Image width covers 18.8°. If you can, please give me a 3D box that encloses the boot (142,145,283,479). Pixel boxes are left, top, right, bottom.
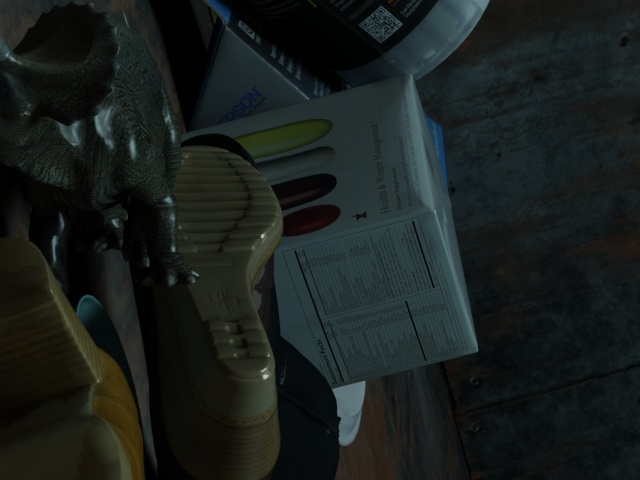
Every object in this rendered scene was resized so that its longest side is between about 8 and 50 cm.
[{"bbox_3d":[-0.079,0.083,1.182,0.248,0.090,0.207,-101,-160,-50],"label":"boot"}]

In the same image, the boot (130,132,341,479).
[{"bbox_3d":[-0.055,0.070,1.373,0.207,0.094,0.246,48,35,-68],"label":"boot"}]

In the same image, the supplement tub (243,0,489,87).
[{"bbox_3d":[-0.014,-0.283,1.630,0.316,0.193,0.193,36,28,-29],"label":"supplement tub"}]

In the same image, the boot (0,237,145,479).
[{"bbox_3d":[-0.100,0.156,0.829,0.295,0.104,0.211,-102,174,-52],"label":"boot"}]

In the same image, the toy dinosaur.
[{"bbox_3d":[-0.119,-0.062,1.051,0.313,0.121,0.160,-50,139,-76],"label":"toy dinosaur"}]

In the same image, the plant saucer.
[{"bbox_3d":[-0.126,0.090,1.083,0.119,0.021,0.119,-14,90,-84],"label":"plant saucer"}]

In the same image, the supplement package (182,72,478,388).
[{"bbox_3d":[0.000,0.000,1.517,0.194,0.203,0.149,-96,169,-53],"label":"supplement package"}]

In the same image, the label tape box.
[{"bbox_3d":[-0.036,-0.134,1.745,0.334,0.106,0.240,41,18,-15],"label":"label tape box"}]

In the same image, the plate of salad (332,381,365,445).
[{"bbox_3d":[0.002,0.110,1.958,0.200,0.048,0.199,-10,90,-73],"label":"plate of salad"}]

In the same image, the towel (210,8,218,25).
[{"bbox_3d":[-0.077,-0.195,2.037,0.237,0.021,0.102,4,71,-82],"label":"towel"}]
